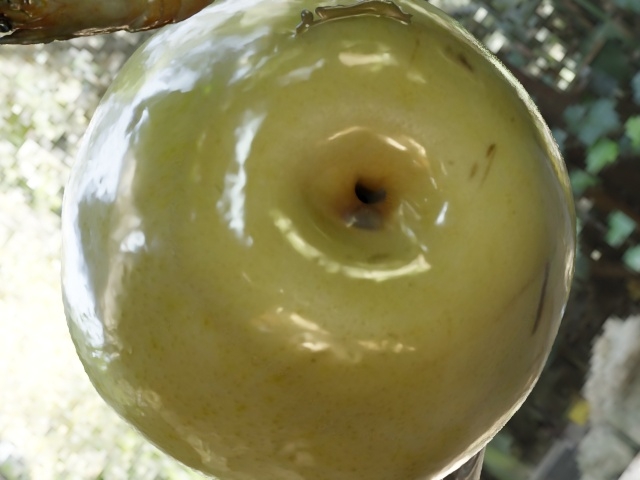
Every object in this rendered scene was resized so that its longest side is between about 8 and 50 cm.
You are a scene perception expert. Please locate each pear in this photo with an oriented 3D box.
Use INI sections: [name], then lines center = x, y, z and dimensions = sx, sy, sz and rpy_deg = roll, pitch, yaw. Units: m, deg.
[pear]
center = 0.000, 0.000, 0.940
dimensions = 0.309, 0.309, 0.309
rpy_deg = -53, -4, -5

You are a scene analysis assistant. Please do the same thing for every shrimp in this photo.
[shrimp]
center = -0.077, -0.105, 0.543
dimensions = 0.114, 0.023, 0.083
rpy_deg = -21, -63, -31

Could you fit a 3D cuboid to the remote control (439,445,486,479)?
[remote control]
center = 0.051, 0.208, 1.322
dimensions = 0.221, 0.103, 0.332
rpy_deg = -23, -47, -40
